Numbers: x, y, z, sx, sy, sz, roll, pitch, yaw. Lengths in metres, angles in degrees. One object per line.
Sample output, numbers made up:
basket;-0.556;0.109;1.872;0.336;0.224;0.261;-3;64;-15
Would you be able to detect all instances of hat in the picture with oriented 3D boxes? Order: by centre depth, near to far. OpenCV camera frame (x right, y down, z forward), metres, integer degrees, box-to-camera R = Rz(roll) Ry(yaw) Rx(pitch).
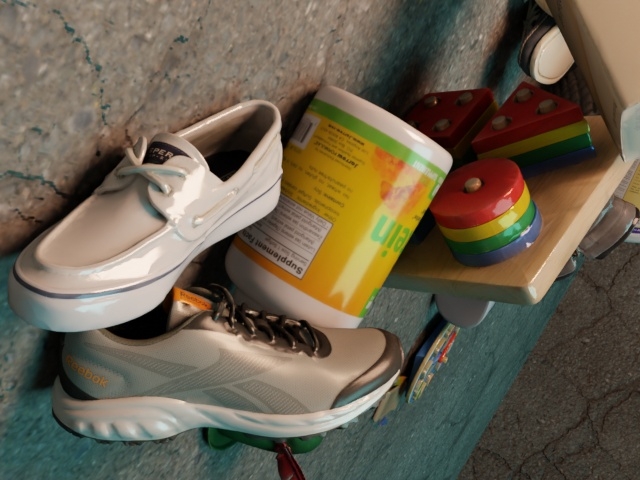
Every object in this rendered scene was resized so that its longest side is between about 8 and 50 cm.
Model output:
hat;-0.007;0.215;0.977;0.173;0.183;0.209;-42;152;-36

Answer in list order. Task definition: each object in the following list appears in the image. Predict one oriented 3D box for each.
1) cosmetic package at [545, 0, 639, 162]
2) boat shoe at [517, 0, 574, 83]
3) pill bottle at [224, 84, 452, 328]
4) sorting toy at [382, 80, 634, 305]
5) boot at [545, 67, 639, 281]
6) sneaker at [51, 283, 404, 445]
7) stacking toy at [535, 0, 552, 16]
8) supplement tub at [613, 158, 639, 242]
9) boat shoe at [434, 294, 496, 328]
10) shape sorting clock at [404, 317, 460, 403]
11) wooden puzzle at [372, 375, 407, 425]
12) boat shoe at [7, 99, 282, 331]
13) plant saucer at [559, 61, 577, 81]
cosmetic package;0.256;-0.243;0.773;0.113;0.310;0.160;-23;161;14
boat shoe;0.309;-0.282;1.142;0.254;0.079;0.095;-43;152;-39
pill bottle;0.000;0.000;0.777;0.246;0.136;0.136;-60;158;4
sorting toy;0.155;-0.066;0.885;0.257;0.255;0.089;-48;123;-29
boot;0.363;-0.092;1.186;0.338;0.222;0.118;-39;-154;40
sneaker;-0.063;0.086;0.661;0.271;0.100;0.108;-1;111;-16
stacking toy;0.380;-0.392;1.093;0.330;0.141;0.141;-45;155;-40
supplement tub;0.494;-0.185;1.304;0.241;0.241;0.331;-43;154;-34
boat shoe;0.314;-0.020;1.416;0.156;0.135;0.367;-34;150;-45
shape sorting clock;0.217;0.215;1.623;0.206;0.040;0.206;-51;158;-30
wooden puzzle;0.124;0.288;1.577;0.078;0.014;0.116;-4;123;-58
boat shoe;-0.109;-0.032;0.589;0.258;0.095;0.084;-46;153;-53
plant saucer;0.527;-0.411;1.408;0.400;0.100;0.400;-45;155;-28
